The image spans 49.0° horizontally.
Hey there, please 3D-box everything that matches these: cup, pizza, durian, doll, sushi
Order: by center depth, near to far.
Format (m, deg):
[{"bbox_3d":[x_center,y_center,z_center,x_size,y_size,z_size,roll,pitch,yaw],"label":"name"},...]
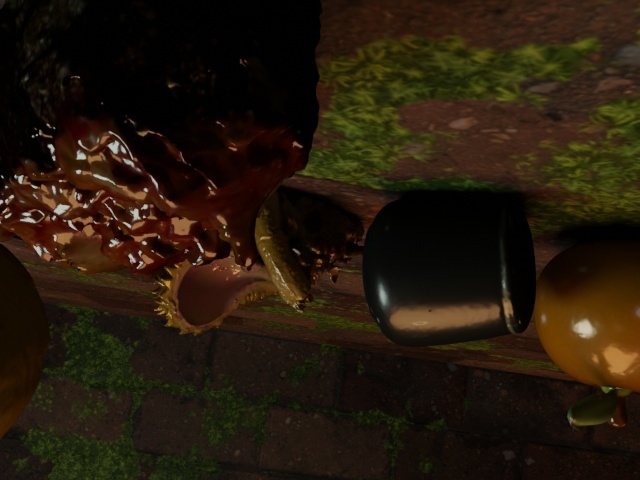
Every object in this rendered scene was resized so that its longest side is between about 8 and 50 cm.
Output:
[{"bbox_3d":[-0.150,-0.076,0.482,0.196,0.181,0.343,25,157,-31],"label":"sushi"},{"bbox_3d":[0.156,0.024,0.806,0.177,0.169,0.223,-6,-164,25],"label":"cup"},{"bbox_3d":[0.355,0.117,0.846,0.213,0.236,0.213,12,168,2],"label":"doll"},{"bbox_3d":[0.000,-0.002,0.882,0.069,0.154,0.194,-32,169,40],"label":"pizza"},{"bbox_3d":[-0.223,0.057,1.258,0.196,0.185,0.305,27,-175,28],"label":"durian"}]

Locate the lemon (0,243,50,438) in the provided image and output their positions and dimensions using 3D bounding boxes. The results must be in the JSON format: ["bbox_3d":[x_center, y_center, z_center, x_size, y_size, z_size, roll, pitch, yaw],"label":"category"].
[{"bbox_3d":[-0.516,0.128,0.878,0.364,0.364,0.364,8,166,2],"label":"lemon"}]

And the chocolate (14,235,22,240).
[{"bbox_3d":[-0.373,-0.041,0.919,0.248,0.110,0.110,20,162,-40],"label":"chocolate"}]
